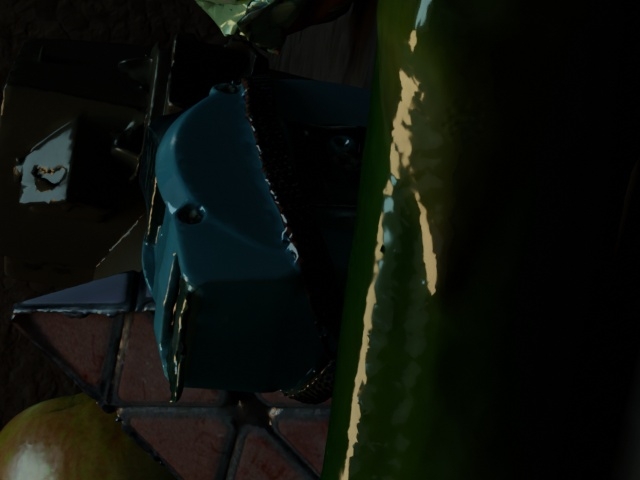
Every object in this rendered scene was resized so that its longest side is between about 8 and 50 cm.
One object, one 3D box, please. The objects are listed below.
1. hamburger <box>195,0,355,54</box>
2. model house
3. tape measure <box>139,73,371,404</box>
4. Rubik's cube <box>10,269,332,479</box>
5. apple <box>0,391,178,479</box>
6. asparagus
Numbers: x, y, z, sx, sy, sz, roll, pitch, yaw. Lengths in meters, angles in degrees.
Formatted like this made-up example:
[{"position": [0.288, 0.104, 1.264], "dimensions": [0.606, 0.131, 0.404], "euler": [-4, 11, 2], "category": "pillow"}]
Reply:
[{"position": [-0.027, -0.266, 1.261], "dimensions": [0.276, 0.150, 0.260], "euler": [-95, 18, -70], "category": "hamburger"}, {"position": [-0.075, -0.027, 1.015], "dimensions": [0.243, 0.211, 0.204], "euler": [119, 159, -72], "category": "model house"}, {"position": [0.000, 0.000, 0.665], "dimensions": [0.146, 0.125, 0.081], "euler": [-106, 22, -48], "category": "tape measure"}, {"position": [0.020, 0.026, 0.844], "dimensions": [0.190, 0.211, 0.178], "euler": [-29, 20, 41], "category": "Rubik's cube"}, {"position": [-0.115, 0.173, 1.159], "dimensions": [0.196, 0.196, 0.196], "euler": [-170, 90, -84], "category": "apple"}, {"position": [0.038, 0.027, 0.490], "dimensions": [0.085, 0.082, 0.343], "euler": [-120, 39, -75], "category": "asparagus"}]
